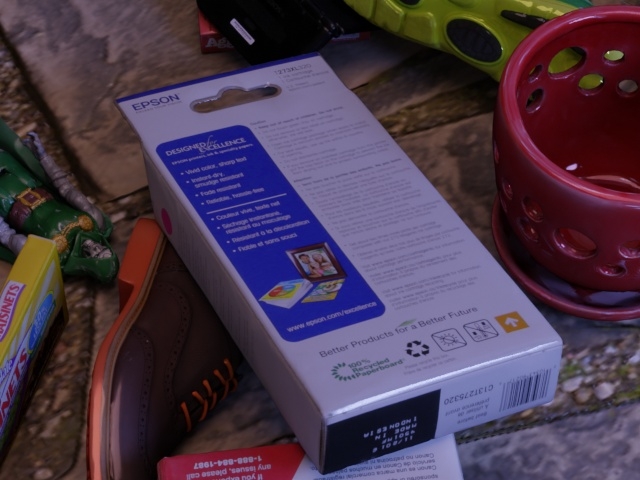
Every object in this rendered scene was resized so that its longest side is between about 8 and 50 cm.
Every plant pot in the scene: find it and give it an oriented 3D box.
[{"bbox_3d":[0.219,-0.049,1.335,0.191,0.174,0.191,-1,54,1],"label":"plant pot"}]

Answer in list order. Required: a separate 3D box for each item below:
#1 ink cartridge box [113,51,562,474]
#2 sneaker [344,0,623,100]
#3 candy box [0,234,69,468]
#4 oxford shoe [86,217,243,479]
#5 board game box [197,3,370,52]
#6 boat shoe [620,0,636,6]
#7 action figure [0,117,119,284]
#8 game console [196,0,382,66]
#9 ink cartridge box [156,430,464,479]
[{"bbox_3d":[0.000,0.000,1.279,0.175,0.069,0.371,-15,45,-21],"label":"ink cartridge box"},{"bbox_3d":[0.118,-0.204,1.490,0.295,0.109,0.123,35,22,7],"label":"sneaker"},{"bbox_3d":[-0.227,0.106,1.269,0.027,0.105,0.206,13,55,10],"label":"candy box"},{"bbox_3d":[-0.106,0.097,1.283,0.098,0.097,0.271,8,54,1],"label":"oxford shoe"},{"bbox_3d":[-0.043,-0.282,1.600,0.145,0.027,0.281,-5,54,-4],"label":"board game box"},{"bbox_3d":[0.311,-0.144,1.447,0.089,0.105,0.285,-14,56,-12],"label":"boat shoe"},{"bbox_3d":[-0.242,-0.037,1.405,0.232,0.063,0.137,34,58,19],"label":"action figure"},{"bbox_3d":[-0.022,-0.189,1.508,0.107,0.071,0.122,-46,62,7],"label":"game console"},{"bbox_3d":[0.008,0.269,1.142,0.197,0.114,0.273,-6,53,-5],"label":"ink cartridge box"}]
